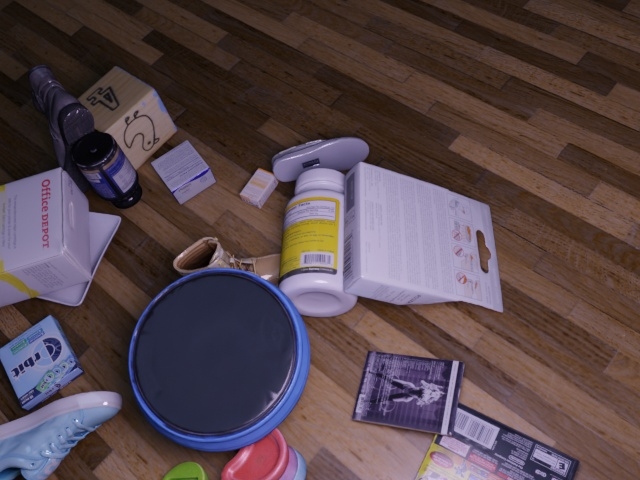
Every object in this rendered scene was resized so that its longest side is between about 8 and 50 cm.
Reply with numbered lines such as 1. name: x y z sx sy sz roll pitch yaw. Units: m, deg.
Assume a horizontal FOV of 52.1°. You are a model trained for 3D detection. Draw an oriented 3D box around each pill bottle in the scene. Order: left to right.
1. pill bottle: -0.573 -0.183 1.786 0.122 0.219 0.123 -5 59 8
2. pill bottle: 0.000 0.000 1.582 0.187 0.188 0.334 -3 59 10

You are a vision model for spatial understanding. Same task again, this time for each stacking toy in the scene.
1. stacking toy: -0.185 0.534 1.378 0.279 0.130 0.309 12 56 48

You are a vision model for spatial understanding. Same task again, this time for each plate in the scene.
1. plate: -0.705 0.041 1.782 0.277 0.045 0.278 9 62 16

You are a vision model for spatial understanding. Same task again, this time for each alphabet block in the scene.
1. alphabet block: -0.574 -0.352 1.907 0.193 0.192 0.197 32 71 28

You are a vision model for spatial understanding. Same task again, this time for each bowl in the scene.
1. bowl: -0.218 0.241 1.386 0.390 0.077 0.392 -1 67 3

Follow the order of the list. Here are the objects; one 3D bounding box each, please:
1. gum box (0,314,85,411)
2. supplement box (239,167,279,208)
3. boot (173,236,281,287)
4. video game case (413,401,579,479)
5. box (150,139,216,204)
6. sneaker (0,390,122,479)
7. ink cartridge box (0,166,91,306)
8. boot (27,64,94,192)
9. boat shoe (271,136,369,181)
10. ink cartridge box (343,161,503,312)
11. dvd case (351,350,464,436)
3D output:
1. gum box: -0.696 0.302 1.626 0.156 0.041 0.184 -35 60 -11
2. supplement box: -0.166 -0.143 1.789 0.062 0.036 0.098 24 67 23
3. boot: -0.203 0.060 1.576 0.261 0.203 0.095 -17 57 1
4. video game case: 0.338 0.491 1.311 0.274 0.035 0.248 23 66 22
5. box: -0.384 -0.192 1.841 0.126 0.072 0.137 -34 58 -10
6. sneaker: -0.602 0.460 1.472 0.365 0.135 0.150 -24 65 7
7. ink cartridge box: -0.808 0.010 1.700 0.384 0.160 0.279 -16 59 2
8. boot: -0.713 -0.304 1.823 0.118 0.338 0.223 -26 61 -37
9. boat shoe: -0.004 -0.232 1.784 0.267 0.096 0.088 -18 36 -1
10. ink cartridge box: 0.238 0.008 1.539 0.384 0.091 0.308 15 56 -22
11. dvd case: 0.191 0.329 1.425 0.221 0.018 0.165 2 56 24
